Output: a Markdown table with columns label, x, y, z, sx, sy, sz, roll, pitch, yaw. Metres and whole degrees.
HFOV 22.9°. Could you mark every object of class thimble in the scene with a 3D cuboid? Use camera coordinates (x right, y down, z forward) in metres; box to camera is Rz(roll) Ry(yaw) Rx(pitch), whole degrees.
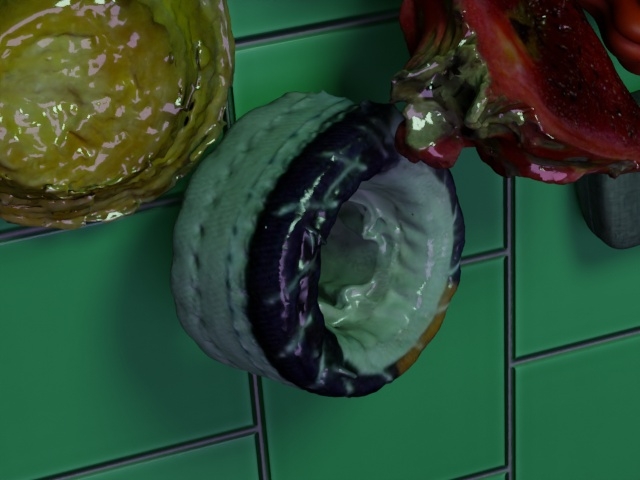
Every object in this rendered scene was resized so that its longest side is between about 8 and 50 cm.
| label | x | y | z | sx | sy | sz | roll | pitch | yaw |
| --- | --- | --- | --- | --- | --- | --- | --- | --- | --- |
| thimble | 0.000 | 0.000 | 1.245 | 0.237 | 0.150 | 0.237 | -20 | 116 | -46 |

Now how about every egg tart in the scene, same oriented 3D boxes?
| label | x | y | z | sx | sy | sz | roll | pitch | yaw |
| --- | --- | --- | --- | --- | --- | --- | --- | --- | --- |
| egg tart | -0.189 | -0.125 | 1.160 | 0.295 | 0.116 | 0.295 | -9 | 121 | -15 |

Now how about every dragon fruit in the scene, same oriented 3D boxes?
| label | x | y | z | sx | sy | sz | roll | pitch | yaw |
| --- | --- | --- | --- | --- | --- | --- | --- | --- | --- |
| dragon fruit | 0.115 | -0.124 | 1.176 | 0.134 | 0.211 | 0.262 | -31 | 92 | 35 |

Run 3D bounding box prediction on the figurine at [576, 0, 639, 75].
| label | x | y | z | sx | sy | sz | roll | pitch | yaw |
| --- | --- | --- | --- | --- | --- | --- | --- | --- | --- |
| figurine | 0.287 | -0.225 | 1.243 | 0.257 | 0.181 | 0.208 | 2 | 94 | -22 |

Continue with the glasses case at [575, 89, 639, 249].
| label | x | y | z | sx | sy | sz | roll | pitch | yaw |
| --- | --- | --- | --- | --- | --- | --- | --- | --- | --- |
| glasses case | 0.385 | -0.096 | 1.423 | 0.323 | 0.074 | 0.131 | -17 | 123 | -12 |
